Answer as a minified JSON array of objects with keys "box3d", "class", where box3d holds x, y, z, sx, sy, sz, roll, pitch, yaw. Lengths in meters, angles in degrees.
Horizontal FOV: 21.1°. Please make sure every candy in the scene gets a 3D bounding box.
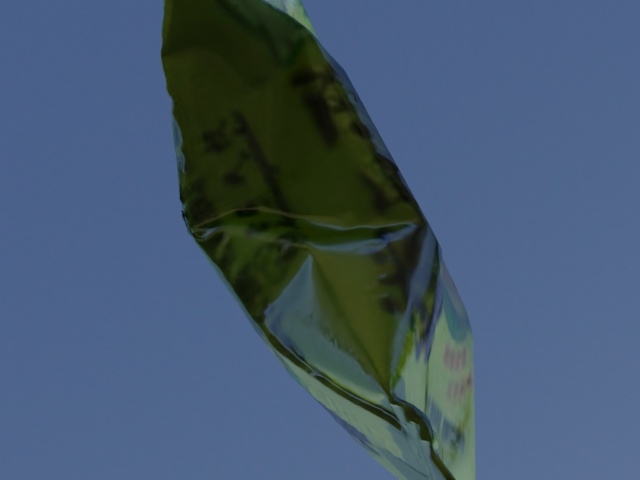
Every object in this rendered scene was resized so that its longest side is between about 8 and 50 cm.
[{"box3d":[0.000,0.000,0.567,0.069,0.149,0.246,-28,-115,4],"class":"candy"}]
